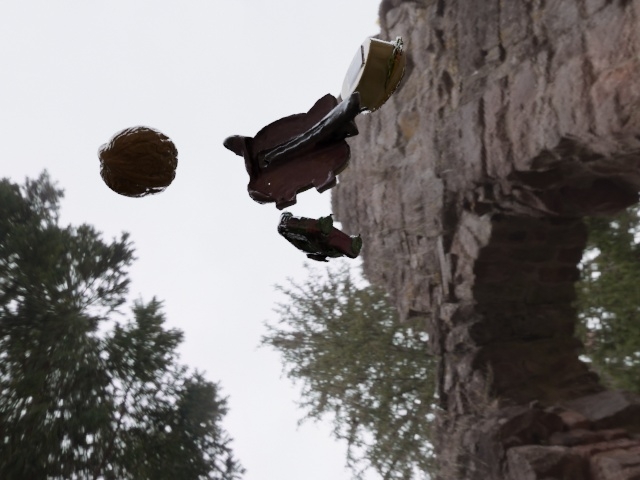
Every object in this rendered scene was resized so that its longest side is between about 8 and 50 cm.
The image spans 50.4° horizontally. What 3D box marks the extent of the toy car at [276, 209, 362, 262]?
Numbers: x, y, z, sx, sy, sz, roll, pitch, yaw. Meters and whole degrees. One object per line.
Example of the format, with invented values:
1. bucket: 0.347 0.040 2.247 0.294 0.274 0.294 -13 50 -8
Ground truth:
1. toy car: 0.000 0.000 0.875 0.142 0.069 0.055 30 -109 -56

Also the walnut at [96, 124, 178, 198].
1. walnut: -0.251 -0.108 0.933 0.124 0.105 0.105 -4 -96 -64

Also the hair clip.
1. hair clip: -0.021 -0.114 0.835 0.187 0.056 0.146 -30 -127 14

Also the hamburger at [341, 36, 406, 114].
1. hamburger: 0.095 -0.280 1.143 0.081 0.126 0.141 19 -68 -16
